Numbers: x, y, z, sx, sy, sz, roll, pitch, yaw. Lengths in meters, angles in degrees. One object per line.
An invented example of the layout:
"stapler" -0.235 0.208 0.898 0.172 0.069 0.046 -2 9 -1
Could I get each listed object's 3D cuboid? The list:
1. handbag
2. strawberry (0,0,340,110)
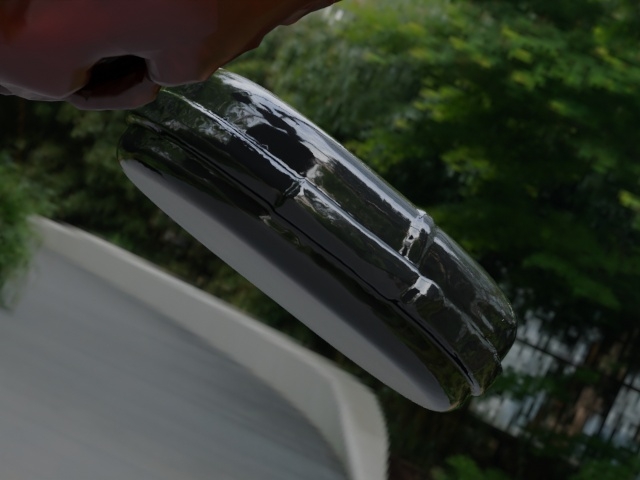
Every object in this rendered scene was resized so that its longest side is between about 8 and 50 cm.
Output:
"handbag" 0.001 -0.001 0.887 0.308 0.093 0.254 39 -9 -5
"strawberry" -0.051 -0.223 0.451 0.295 0.345 0.317 55 17 -9
